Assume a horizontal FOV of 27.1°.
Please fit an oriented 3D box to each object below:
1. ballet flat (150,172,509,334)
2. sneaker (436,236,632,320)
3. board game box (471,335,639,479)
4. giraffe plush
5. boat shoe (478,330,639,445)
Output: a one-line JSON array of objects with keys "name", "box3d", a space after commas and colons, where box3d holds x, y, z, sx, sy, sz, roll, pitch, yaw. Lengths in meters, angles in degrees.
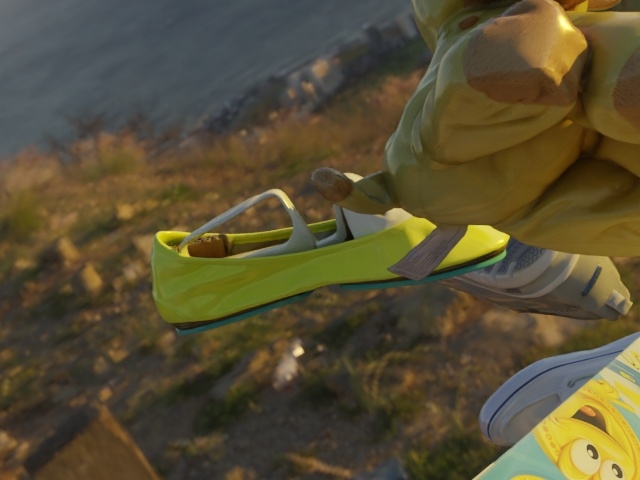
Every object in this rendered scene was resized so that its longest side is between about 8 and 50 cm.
[{"name": "ballet flat", "box3d": [0.000, 0.000, 0.836, 0.231, 0.077, 0.077, -13, 14, 9]}, {"name": "sneaker", "box3d": [0.139, 0.015, 1.058, 0.105, 0.115, 0.281, -53, 21, 0]}, {"name": "board game box", "box3d": [0.210, 0.200, 0.621, 0.086, 0.308, 0.302, -56, -17, 24]}, {"name": "giraffe plush", "box3d": [0.100, -0.093, 0.642, 0.210, 0.181, 0.170, -27, 50, 46]}, {"name": "boat shoe", "box3d": [0.271, 0.155, 1.336, 0.226, 0.083, 0.076, -26, 32, 1]}]
